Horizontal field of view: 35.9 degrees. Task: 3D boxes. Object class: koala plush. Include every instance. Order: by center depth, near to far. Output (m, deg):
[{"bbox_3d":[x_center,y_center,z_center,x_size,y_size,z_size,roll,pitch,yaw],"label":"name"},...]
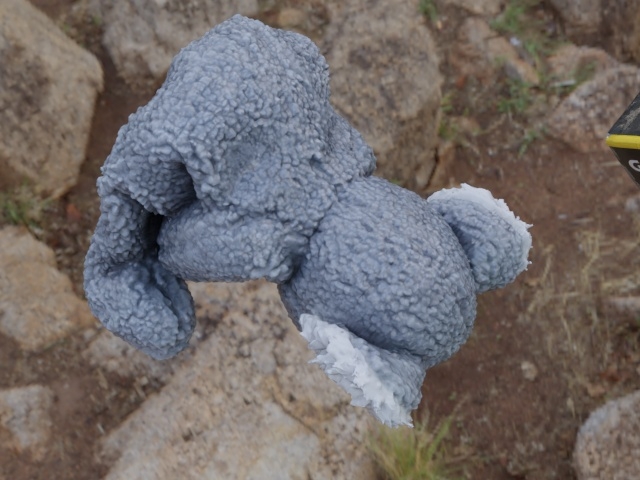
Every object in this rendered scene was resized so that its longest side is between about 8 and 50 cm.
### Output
[{"bbox_3d":[0.000,0.000,0.582,0.221,0.203,0.196,37,53,16],"label":"koala plush"}]

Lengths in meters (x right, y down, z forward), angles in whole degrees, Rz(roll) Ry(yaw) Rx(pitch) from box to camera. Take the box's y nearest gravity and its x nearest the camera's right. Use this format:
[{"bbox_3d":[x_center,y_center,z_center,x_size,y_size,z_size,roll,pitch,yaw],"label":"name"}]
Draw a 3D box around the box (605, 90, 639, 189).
[{"bbox_3d":[0.374,-0.147,0.623,0.322,0.079,0.257,-50,25,-13],"label":"box"}]
